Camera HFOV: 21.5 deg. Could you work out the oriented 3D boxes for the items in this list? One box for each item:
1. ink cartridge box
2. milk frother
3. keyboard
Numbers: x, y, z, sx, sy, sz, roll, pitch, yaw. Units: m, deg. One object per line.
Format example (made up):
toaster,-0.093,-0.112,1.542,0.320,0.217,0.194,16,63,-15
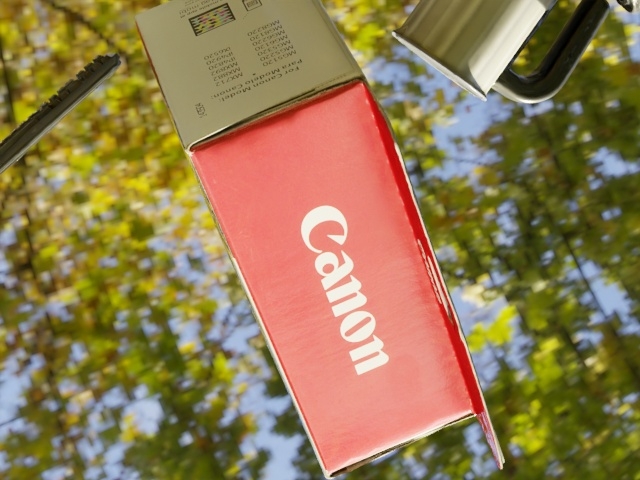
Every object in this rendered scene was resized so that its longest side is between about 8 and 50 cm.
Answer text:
ink cartridge box,0.000,0.000,1.187,0.130,0.272,0.309,-23,-55,-2
milk frother,0.140,-0.162,1.169,0.129,0.143,0.135,35,-85,-2
keyboard,-0.236,-0.090,1.376,0.180,0.108,0.023,-42,-82,-7
